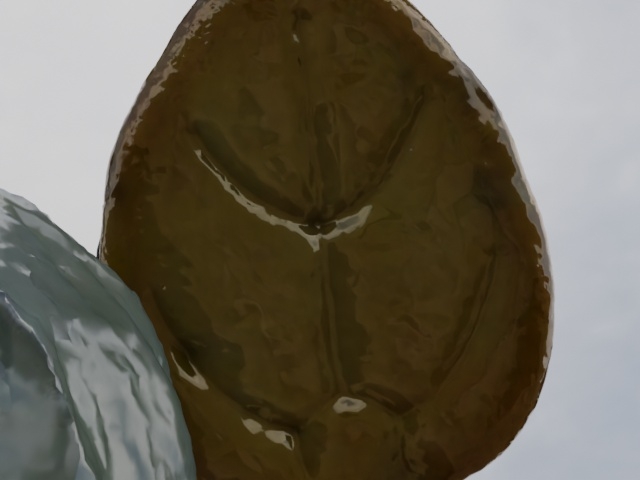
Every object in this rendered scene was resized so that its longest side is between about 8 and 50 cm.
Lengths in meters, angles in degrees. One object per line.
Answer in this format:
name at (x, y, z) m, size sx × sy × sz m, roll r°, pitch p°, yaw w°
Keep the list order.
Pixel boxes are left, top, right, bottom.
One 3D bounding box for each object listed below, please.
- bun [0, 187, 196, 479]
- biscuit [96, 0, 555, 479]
bun at (-0.205, 0.067, 0.634) m, size 0.362 × 0.362 × 0.211 m, roll 10°, pitch -64°, yaw -22°
biscuit at (0.000, 0.000, 0.810) m, size 0.203 × 0.260 × 0.041 m, roll -6°, pitch 4°, yaw -6°
